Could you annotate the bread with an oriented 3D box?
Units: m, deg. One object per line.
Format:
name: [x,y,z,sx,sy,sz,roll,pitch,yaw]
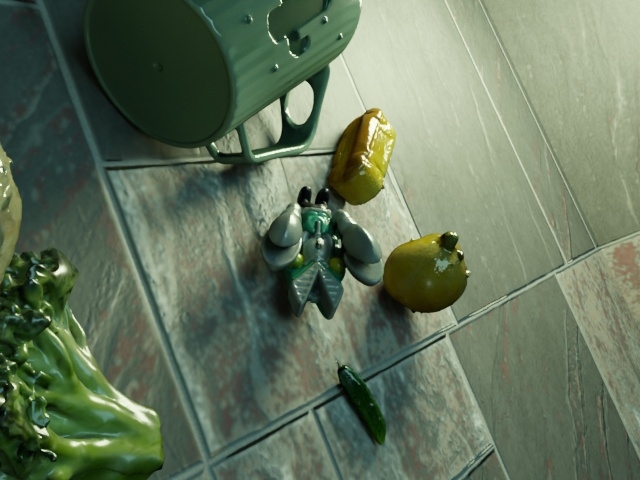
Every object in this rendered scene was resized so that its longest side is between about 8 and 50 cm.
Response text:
bread: [0.085,-0.180,1.290,0.094,0.102,0.245,46,43,-28]

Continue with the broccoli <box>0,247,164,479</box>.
broccoli: [-0.281,0.170,0.598,0.245,0.248,0.288,36,89,-36]

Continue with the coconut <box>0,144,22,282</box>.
coconut: [-0.446,-0.054,0.457,0.404,0.404,0.405,25,52,-36]

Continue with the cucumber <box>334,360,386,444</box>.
cucumber: [0.070,0.269,1.058,0.039,0.039,0.168,-36,98,-50]

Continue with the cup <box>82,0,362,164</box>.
cup: [-0.114,-0.320,1.003,0.401,0.310,0.392,48,46,-13]

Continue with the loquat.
loquat: [0.212,0.059,1.215,0.172,0.204,0.149,-2,50,-35]

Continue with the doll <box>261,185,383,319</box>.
doll: [-0.019,0.004,1.045,0.195,0.153,0.258,-18,54,-23]
